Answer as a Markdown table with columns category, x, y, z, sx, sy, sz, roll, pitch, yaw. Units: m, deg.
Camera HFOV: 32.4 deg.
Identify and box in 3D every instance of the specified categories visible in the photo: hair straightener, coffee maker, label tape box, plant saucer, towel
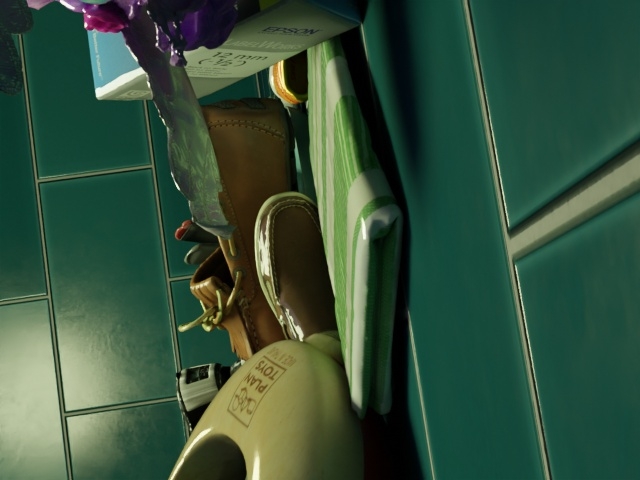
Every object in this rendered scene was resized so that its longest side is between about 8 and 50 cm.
| category | x | y | z | sx | sy | sz | roll | pitch | yaw |
| --- | --- | --- | --- | --- | --- | --- | --- | --- | --- |
| hair straightener | -0.080 | 0.029 | 1.453 | 0.047 | 0.230 | 0.089 | -46 | 50 | 32 |
| coffee maker | -0.071 | 0.212 | 1.376 | 0.120 | 0.178 | 0.171 | 7 | -119 | -83 |
| label tape box | -0.061 | -0.267 | 0.843 | 0.348 | 0.115 | 0.249 | -13 | 83 | 48 |
| plant saucer | 0.000 | 0.000 | 1.277 | 0.317 | 0.044 | 0.317 | 173 | 90 | -86 |
| towel | 0.023 | -0.050 | 0.920 | 0.248 | 0.038 | 0.324 | 88 | 175 | -46 |

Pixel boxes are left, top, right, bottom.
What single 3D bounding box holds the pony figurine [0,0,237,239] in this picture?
| category | x | y | z | sx | sy | sz | roll | pitch | yaw |
| --- | --- | --- | --- | --- | --- | --- | --- | --- | --- |
| pony figurine | -0.143 | -0.200 | 0.685 | 0.303 | 0.363 | 0.351 | 15 | -133 | -51 |

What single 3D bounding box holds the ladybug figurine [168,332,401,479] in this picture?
| category | x | y | z | sx | sy | sz | roll | pitch | yaw |
| --- | --- | --- | --- | --- | --- | --- | --- | --- | --- |
| ladybug figurine | -0.052 | 0.303 | 0.975 | 0.305 | 0.162 | 0.449 | 20 | 88 | 65 |

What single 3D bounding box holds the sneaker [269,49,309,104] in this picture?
| category | x | y | z | sx | sy | sz | roll | pitch | yaw |
| --- | --- | --- | --- | --- | --- | --- | --- | --- | --- |
| sneaker | -0.030 | -0.240 | 1.225 | 0.067 | 0.064 | 0.175 | 17 | 122 | 63 |

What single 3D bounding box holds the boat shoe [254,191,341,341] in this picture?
| category | x | y | z | sx | sy | sz | roll | pitch | yaw |
| --- | --- | --- | --- | --- | --- | --- | --- | --- | --- |
| boat shoe | 0.005 | 0.078 | 1.078 | 0.095 | 0.095 | 0.257 | -132 | 23 | -76 |

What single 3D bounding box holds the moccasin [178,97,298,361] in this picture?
| category | x | y | z | sx | sy | sz | roll | pitch | yaw |
| --- | --- | --- | --- | --- | --- | --- | --- | --- | --- |
| moccasin | -0.084 | 0.039 | 1.190 | 0.139 | 0.147 | 0.380 | -108 | 10 | -67 |

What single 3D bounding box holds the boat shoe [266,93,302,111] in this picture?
| category | x | y | z | sx | sy | sz | roll | pitch | yaw |
| --- | --- | --- | --- | --- | --- | --- | --- | --- | --- |
| boat shoe | -0.084 | -0.073 | 1.460 | 0.116 | 0.099 | 0.319 | 75 | -164 | -46 |
